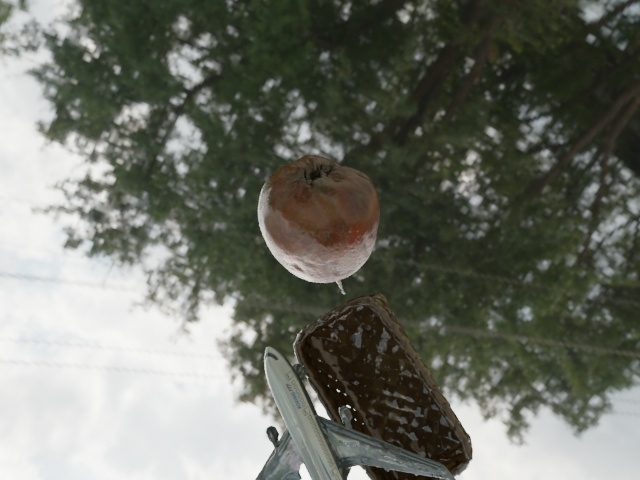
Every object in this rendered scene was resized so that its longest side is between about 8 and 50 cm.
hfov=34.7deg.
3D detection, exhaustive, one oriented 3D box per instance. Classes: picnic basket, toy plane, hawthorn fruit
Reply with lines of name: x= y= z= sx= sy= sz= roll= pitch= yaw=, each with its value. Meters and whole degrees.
picnic basket: x=0.063 y=0.147 z=0.979 sx=0.193 sy=0.110 sz=0.055 roll=59 pitch=-162 yaw=4
toy plane: x=0.002 y=0.194 z=0.884 sx=0.058 sy=0.226 sz=0.226 roll=-14 pitch=-96 yaw=-63
hawthorn fruit: x=0.003 y=-0.007 z=1.206 sx=0.149 sy=0.189 sz=0.149 roll=-12 pitch=-170 yaw=2
